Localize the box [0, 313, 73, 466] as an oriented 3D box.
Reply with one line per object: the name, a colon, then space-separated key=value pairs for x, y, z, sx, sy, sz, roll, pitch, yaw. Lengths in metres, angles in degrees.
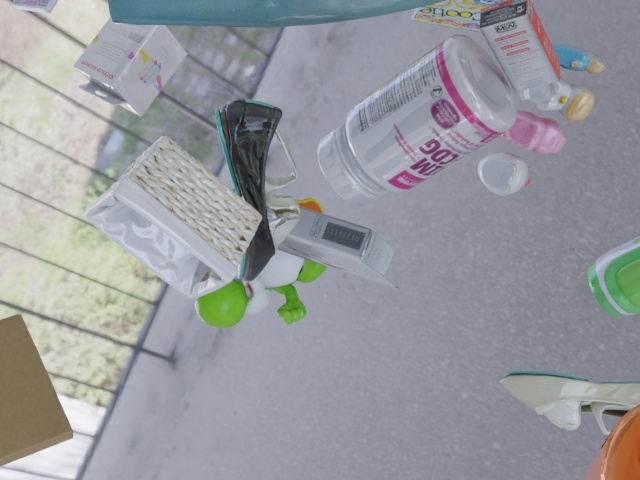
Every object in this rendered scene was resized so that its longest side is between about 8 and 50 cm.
box: x=-0.382 y=0.173 z=0.862 sx=0.164 sy=0.201 sz=0.021 roll=55 pitch=147 yaw=28

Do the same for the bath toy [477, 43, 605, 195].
bath toy: x=0.470 y=-0.249 z=1.788 sx=0.151 sy=0.129 sz=0.348 roll=35 pitch=117 yaw=16

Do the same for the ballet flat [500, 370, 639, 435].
ballet flat: x=0.381 y=0.233 z=1.180 sx=0.249 sy=0.086 sz=0.086 roll=3 pitch=63 yaw=1

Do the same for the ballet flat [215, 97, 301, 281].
ballet flat: x=-0.075 y=-0.057 z=1.093 sx=0.096 sy=0.280 sz=0.095 roll=-7 pitch=41 yaw=-6

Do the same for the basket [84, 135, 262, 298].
basket: x=-0.166 y=-0.027 z=0.967 sx=0.113 sy=0.167 sz=0.103 roll=-23 pitch=32 yaw=54

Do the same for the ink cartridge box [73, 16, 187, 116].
ink cartridge box: x=-0.291 y=-0.266 z=1.262 sx=0.092 sy=0.090 sz=0.143 roll=29 pitch=80 yaw=28

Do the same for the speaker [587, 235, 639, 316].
speaker: x=0.626 y=0.031 z=1.463 sx=0.297 sy=0.131 sz=0.131 roll=-33 pitch=47 yaw=39

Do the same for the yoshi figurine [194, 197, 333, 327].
yoshi figurine: x=-0.126 y=0.078 z=1.730 sx=0.362 sy=0.203 sz=0.203 roll=-38 pitch=47 yaw=29

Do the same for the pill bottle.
pill bottle: x=0.141 y=-0.173 z=1.280 sx=0.283 sy=0.160 sz=0.160 roll=-31 pitch=48 yaw=35

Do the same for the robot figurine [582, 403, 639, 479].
robot figurine: x=0.247 y=0.182 z=0.573 sx=0.128 sy=0.219 sz=0.158 roll=-25 pitch=60 yaw=-8

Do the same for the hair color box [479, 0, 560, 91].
hair color box: x=0.288 y=-0.280 z=1.197 sx=0.072 sy=0.141 sz=0.043 roll=-10 pitch=54 yaw=30

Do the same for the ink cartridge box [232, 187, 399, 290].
ink cartridge box: x=0.000 y=0.000 z=1.483 sx=0.275 sy=0.239 sz=0.060 roll=18 pitch=83 yaw=25

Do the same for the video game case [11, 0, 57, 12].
video game case: x=-0.363 y=-0.363 z=1.131 sx=0.087 sy=0.011 sz=0.122 roll=18 pitch=76 yaw=39

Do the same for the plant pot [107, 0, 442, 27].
plant pot: x=-0.011 y=-0.243 z=0.572 sx=0.235 sy=0.165 sz=0.165 roll=7 pitch=35 yaw=7

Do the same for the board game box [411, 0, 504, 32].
board game box: x=0.264 y=-0.494 z=1.501 sx=0.275 sy=0.142 sz=0.144 roll=135 pitch=144 yaw=-85
